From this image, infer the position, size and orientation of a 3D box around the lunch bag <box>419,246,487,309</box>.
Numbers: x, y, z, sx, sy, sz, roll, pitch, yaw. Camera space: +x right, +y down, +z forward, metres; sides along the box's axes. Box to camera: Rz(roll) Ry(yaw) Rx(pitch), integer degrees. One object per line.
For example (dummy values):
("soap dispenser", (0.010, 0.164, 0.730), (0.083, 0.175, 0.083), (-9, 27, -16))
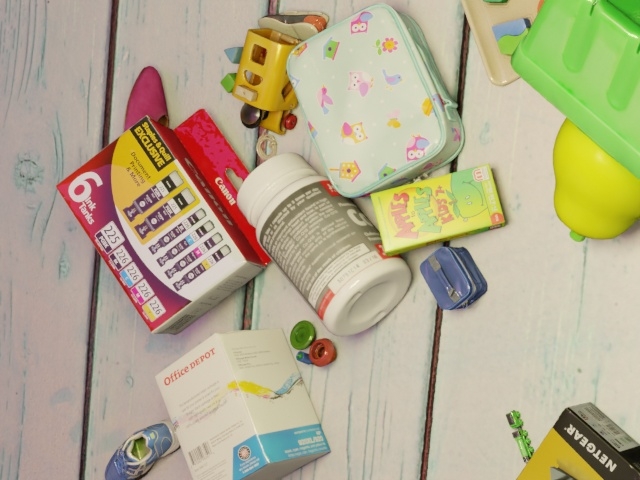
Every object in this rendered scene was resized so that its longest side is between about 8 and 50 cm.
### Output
("lunch bag", (0.199, 0.060, 1.866), (0.067, 0.065, 0.098), (-43, 64, 31))

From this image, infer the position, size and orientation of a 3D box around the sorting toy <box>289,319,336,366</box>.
("sorting toy", (-0.009, 0.179, 2.058), (0.061, 0.042, 0.102), (-55, 46, 7))

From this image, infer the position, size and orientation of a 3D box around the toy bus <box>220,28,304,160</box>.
("toy bus", (-0.094, -0.252, 2.061), (0.191, 0.104, 0.202), (-27, 83, 34))

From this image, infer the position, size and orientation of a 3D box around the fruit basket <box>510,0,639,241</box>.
("fruit basket", (0.431, -0.164, 1.604), (0.392, 0.283, 0.392), (50, 162, 23))

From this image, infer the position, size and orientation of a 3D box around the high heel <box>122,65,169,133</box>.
("high heel", (-0.258, -0.131, 2.240), (0.181, 0.127, 0.377), (0, 85, 9))

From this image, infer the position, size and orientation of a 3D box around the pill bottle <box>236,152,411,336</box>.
("pill bottle", (0.000, 0.000, 1.966), (0.283, 0.161, 0.161), (50, 119, 27))

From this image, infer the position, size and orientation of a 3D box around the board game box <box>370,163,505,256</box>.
("board game box", (0.174, -0.045, 1.843), (0.181, 0.043, 0.092), (-15, 80, 5))

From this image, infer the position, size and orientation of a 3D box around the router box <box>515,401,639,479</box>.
("router box", (0.400, 0.413, 1.695), (0.309, 0.081, 0.243), (42, 115, 31))

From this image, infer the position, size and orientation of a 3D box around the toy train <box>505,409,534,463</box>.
("toy train", (0.293, 0.288, 1.818), (0.017, 0.024, 0.083), (-30, 71, 35))

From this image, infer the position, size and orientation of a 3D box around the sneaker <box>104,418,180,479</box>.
("sneaker", (-0.345, 0.393, 2.300), (0.211, 0.081, 0.080), (-43, 67, 33))

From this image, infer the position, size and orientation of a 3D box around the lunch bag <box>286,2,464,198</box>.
("lunch bag", (0.091, -0.209, 1.913), (0.224, 0.108, 0.279), (-26, 76, 19))

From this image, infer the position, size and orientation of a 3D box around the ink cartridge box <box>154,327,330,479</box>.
("ink cartridge box", (-0.130, 0.285, 2.068), (0.171, 0.168, 0.232), (-34, 70, 33))

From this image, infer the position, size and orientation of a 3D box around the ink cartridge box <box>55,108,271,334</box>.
("ink cartridge box", (-0.242, -0.044, 2.096), (0.272, 0.130, 0.309), (-37, 78, 7))

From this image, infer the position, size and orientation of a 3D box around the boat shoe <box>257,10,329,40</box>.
("boat shoe", (-0.047, -0.363, 2.079), (0.137, 0.049, 0.043), (11, 55, 41))

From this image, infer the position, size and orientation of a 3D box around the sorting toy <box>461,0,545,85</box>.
("sorting toy", (0.302, -0.352, 1.797), (0.208, 0.038, 0.193), (-27, 73, 36))
